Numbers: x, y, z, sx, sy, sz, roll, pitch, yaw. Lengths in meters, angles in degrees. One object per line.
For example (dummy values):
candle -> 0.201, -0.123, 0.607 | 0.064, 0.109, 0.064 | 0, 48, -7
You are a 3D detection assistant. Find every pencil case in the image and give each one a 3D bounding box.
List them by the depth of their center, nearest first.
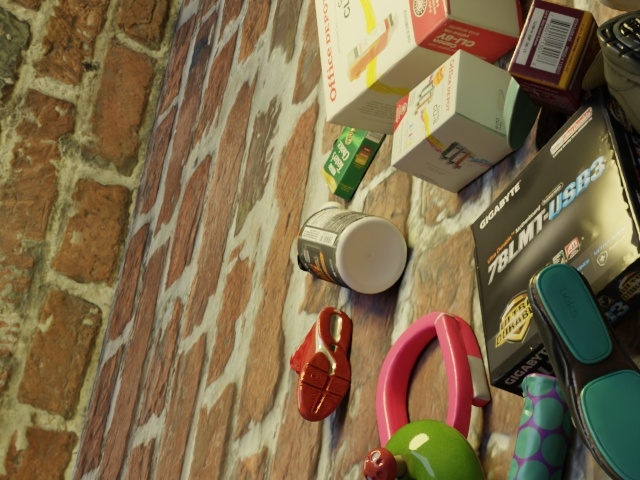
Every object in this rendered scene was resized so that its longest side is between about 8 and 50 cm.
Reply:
pencil case -> 0.262, 0.241, 1.493 | 0.070, 0.064, 0.152 | -5, 64, 48

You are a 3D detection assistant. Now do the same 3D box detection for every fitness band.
fitness band -> 0.152, 0.227, 1.772 | 0.209, 0.054, 0.291 | -54, 25, 32

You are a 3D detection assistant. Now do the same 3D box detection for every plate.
plate -> 0.290, -0.218, 1.742 | 0.188, 0.024, 0.188 | -54, -25, -40

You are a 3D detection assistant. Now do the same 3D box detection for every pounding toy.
pounding toy -> 0.102, 0.349, 1.618 | 0.183, 0.110, 0.237 | 45, 120, 39

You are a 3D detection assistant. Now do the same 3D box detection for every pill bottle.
pill bottle -> 0.041, 0.012, 2.117 | 0.245, 0.130, 0.131 | 15, 84, 68

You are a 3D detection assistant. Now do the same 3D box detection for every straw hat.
straw hat -> 0.403, -0.225, 1.583 | 0.061, 0.144, 0.144 | 47, 122, 19

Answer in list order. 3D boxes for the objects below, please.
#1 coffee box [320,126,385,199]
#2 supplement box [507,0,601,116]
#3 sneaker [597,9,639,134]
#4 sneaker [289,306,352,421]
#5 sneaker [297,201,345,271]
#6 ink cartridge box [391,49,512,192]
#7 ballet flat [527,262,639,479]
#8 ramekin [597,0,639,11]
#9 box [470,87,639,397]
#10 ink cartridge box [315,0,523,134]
coffee box -> 0.067, -0.178, 2.344 | 0.184, 0.040, 0.113 | -61, 23, 17
supplement box -> 0.317, -0.235, 1.637 | 0.104, 0.080, 0.188 | -69, -22, 0
sneaker -> 0.423, -0.149, 1.441 | 0.130, 0.109, 0.286 | 77, 169, -46
sneaker -> -0.007, 0.232, 2.119 | 0.128, 0.087, 0.221 | -55, 12, 49
sneaker -> 0.001, 0.000, 2.308 | 0.152, 0.058, 0.085 | -52, 21, 44
ink cartridge box -> 0.211, -0.180, 1.906 | 0.176, 0.127, 0.128 | -38, 36, 49
ballet flat -> 0.311, 0.156, 1.397 | 0.096, 0.095, 0.281 | 90, 164, -64
ramekin -> 0.402, -0.387, 1.570 | 0.207, 0.207, 0.109 | -55, 35, 30
box -> 0.312, 0.005, 1.588 | 0.295, 0.073, 0.293 | -49, 30, 38
ink cartridge box -> 0.155, -0.384, 2.108 | 0.384, 0.160, 0.279 | -36, 52, 53
